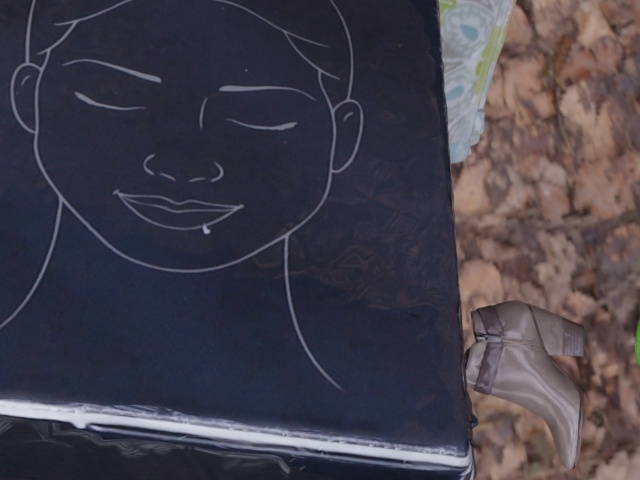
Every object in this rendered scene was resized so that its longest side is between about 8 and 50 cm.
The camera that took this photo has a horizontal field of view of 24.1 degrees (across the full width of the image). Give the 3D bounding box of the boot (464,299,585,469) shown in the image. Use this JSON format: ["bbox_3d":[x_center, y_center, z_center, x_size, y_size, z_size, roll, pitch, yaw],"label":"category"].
[{"bbox_3d":[0.144,0.102,1.072,0.087,0.042,0.118,4,79,-4],"label":"boot"}]

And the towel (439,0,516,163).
[{"bbox_3d":[0.031,-0.216,1.425,0.375,0.090,0.320,-7,122,-34],"label":"towel"}]

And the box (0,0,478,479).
[{"bbox_3d":[-0.180,-0.005,0.894,0.480,0.471,0.297,8,136,-7],"label":"box"}]

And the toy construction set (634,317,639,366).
[{"bbox_3d":[0.245,-0.007,0.656,0.237,0.257,0.308,8,87,37],"label":"toy construction set"}]
